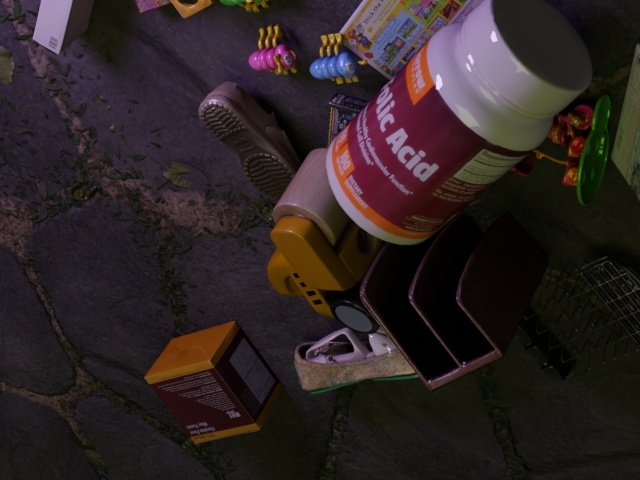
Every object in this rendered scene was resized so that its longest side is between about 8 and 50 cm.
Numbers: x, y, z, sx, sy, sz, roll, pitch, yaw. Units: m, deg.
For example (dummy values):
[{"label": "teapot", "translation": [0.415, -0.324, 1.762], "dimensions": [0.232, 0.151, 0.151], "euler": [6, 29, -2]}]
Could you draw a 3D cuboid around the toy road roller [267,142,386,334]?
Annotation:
[{"label": "toy road roller", "translation": [0.000, 0.000, 1.966], "dimensions": [0.241, 0.202, 0.329], "euler": [4, 141, 39]}]

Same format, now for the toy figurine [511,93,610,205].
[{"label": "toy figurine", "translation": [0.353, -0.154, 1.762], "dimensions": [0.159, 0.130, 0.173], "euler": [15, 109, 27]}]

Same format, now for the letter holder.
[{"label": "letter holder", "translation": [0.218, 0.057, 1.846], "dimensions": [0.152, 0.302, 0.214], "euler": [-32, 100, 36]}]

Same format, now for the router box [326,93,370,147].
[{"label": "router box", "translation": [0.059, -0.180, 1.920], "dimensions": [0.092, 0.038, 0.122], "euler": [16, 130, 14]}]

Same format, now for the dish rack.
[{"label": "dish rack", "translation": [0.451, 0.128, 1.952], "dimensions": [0.271, 0.074, 0.208], "euler": [-29, 110, 37]}]

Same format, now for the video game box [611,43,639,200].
[{"label": "video game box", "translation": [0.489, -0.151, 1.637], "dimensions": [0.048, 0.187, 0.205], "euler": [-4, 130, -7]}]

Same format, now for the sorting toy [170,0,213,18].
[{"label": "sorting toy", "translation": [-0.296, -0.478, 1.733], "dimensions": [0.348, 0.047, 0.196], "euler": [42, 128, -18]}]

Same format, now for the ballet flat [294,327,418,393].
[{"label": "ballet flat", "translation": [0.092, 0.214, 2.172], "dimensions": [0.349, 0.123, 0.123], "euler": [-15, 118, 34]}]

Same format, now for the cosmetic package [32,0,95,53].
[{"label": "cosmetic package", "translation": [-0.416, -0.437, 1.912], "dimensions": [0.060, 0.099, 0.239], "euler": [31, 132, 4]}]

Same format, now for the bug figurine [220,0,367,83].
[{"label": "bug figurine", "translation": [-0.052, -0.351, 1.799], "dimensions": [0.216, 0.072, 0.279], "euler": [-6, 120, 39]}]

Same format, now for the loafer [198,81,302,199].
[{"label": "loafer", "translation": [-0.103, -0.175, 1.973], "dimensions": [0.102, 0.092, 0.268], "euler": [-9, 137, 33]}]

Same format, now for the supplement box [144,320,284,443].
[{"label": "supplement box", "translation": [-0.220, 0.298, 2.373], "dimensions": [0.191, 0.129, 0.194], "euler": [-18, 115, 35]}]

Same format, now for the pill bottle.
[{"label": "pill bottle", "translation": [0.200, -0.180, 1.691], "dimensions": [0.224, 0.224, 0.392], "euler": [40, 133, -7]}]

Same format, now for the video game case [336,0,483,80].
[{"label": "video game case", "translation": [0.163, -0.330, 1.760], "dimensions": [0.206, 0.026, 0.227], "euler": [37, 134, -5]}]

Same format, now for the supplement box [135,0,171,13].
[{"label": "supplement box", "translation": [-0.270, -0.419, 1.890], "dimensions": [0.083, 0.043, 0.055], "euler": [-10, 121, 31]}]
